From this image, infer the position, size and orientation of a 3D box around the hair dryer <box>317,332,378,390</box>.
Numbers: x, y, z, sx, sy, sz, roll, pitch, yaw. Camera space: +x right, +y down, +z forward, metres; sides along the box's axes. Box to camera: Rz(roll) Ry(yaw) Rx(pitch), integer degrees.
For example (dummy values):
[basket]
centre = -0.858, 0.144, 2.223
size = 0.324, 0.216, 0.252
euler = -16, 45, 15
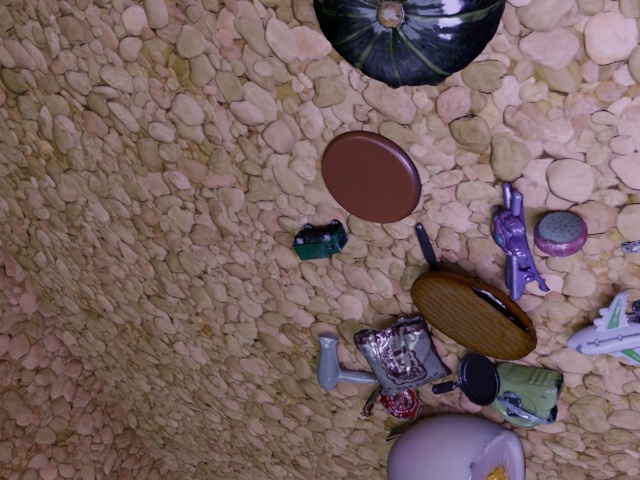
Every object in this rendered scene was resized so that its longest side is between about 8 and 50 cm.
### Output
[hair dryer]
centre = 0.103, 0.383, 1.922
size = 0.237, 0.075, 0.206
euler = 12, 127, 14

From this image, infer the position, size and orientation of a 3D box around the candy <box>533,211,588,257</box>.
[candy]
centre = 0.480, -0.013, 1.272
size = 0.103, 0.103, 0.043
euler = 7, 142, 29

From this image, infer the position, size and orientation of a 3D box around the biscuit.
[biscuit]
centre = 0.360, 0.178, 1.511
size = 0.318, 0.040, 0.318
euler = 29, 154, 16

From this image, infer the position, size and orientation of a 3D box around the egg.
[egg]
centre = 0.350, 0.654, 1.788
size = 0.340, 0.354, 0.354
euler = 7, 131, 44

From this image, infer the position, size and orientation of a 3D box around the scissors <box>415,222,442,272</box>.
[scissors]
centre = 0.268, 0.049, 1.533
size = 0.088, 0.017, 0.220
euler = -1, 126, 38

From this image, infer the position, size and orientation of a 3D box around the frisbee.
[frisbee]
centre = 0.112, -0.139, 1.467
size = 0.251, 0.021, 0.251
euler = 20, 136, 20

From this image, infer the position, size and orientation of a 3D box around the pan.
[pan]
centre = 0.379, 0.370, 1.662
size = 0.235, 0.028, 0.136
euler = -31, 68, 50

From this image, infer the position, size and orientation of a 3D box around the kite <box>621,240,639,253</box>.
[kite]
centre = 0.714, 0.006, 1.201
size = 0.268, 0.013, 0.323
euler = -3, 125, 35

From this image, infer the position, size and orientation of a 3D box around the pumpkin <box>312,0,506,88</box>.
[pumpkin]
centre = 0.142, -0.410, 1.038
size = 0.323, 0.241, 0.323
euler = 20, 137, 20

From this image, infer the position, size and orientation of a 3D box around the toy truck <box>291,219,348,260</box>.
[toy truck]
centre = 0.000, 0.000, 1.631
size = 0.147, 0.065, 0.079
euler = -9, 124, 39

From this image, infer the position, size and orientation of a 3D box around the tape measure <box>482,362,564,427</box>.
[tape measure]
centre = 0.511, 0.394, 1.611
size = 0.200, 0.106, 0.175
euler = 6, 122, 34

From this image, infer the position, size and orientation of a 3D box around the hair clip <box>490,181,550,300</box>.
[hair clip]
centre = 0.413, 0.017, 1.340
size = 0.090, 0.137, 0.278
euler = -24, 117, 6

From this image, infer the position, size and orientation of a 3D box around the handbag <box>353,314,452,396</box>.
[handbag]
centre = 0.220, 0.318, 1.718
size = 0.213, 0.127, 0.235
euler = -19, 123, 16

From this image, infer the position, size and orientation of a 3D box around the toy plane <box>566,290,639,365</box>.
[toy plane]
centre = 0.651, 0.199, 1.352
size = 0.255, 0.101, 0.251
euler = -15, 118, 46

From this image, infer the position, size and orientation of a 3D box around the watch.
[watch]
centre = 0.210, 0.535, 1.958
size = 0.165, 0.102, 0.268
euler = 33, 143, -1
